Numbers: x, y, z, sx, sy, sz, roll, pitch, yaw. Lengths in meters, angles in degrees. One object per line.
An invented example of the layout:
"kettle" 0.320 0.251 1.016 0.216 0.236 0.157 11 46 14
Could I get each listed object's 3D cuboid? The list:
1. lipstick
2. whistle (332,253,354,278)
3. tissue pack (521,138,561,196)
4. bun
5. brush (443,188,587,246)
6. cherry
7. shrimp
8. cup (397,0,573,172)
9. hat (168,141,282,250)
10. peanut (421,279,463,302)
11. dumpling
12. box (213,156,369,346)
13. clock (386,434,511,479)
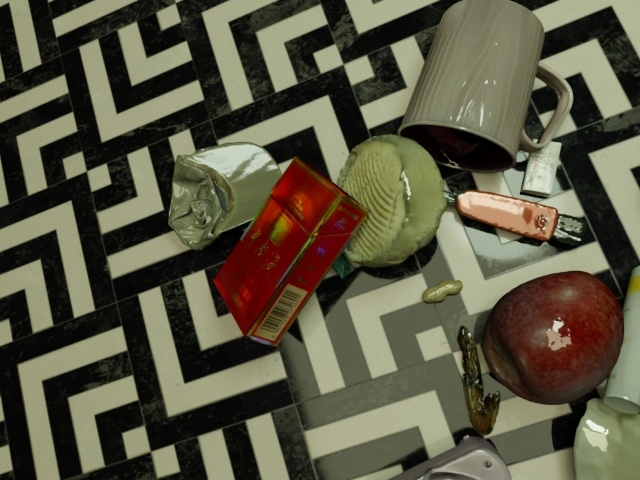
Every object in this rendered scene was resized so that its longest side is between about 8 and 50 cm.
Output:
"lipstick" 0.539 0.164 0.870 0.059 0.059 0.264 24 62 14
"whistle" 0.000 0.000 1.070 0.039 0.039 0.186 -40 76 2
"tissue pack" 0.439 -0.144 1.012 0.056 0.023 0.108 14 83 14
"bun" 0.137 -0.071 0.977 0.152 0.259 0.260 3 78 -30
"brush" 0.353 -0.058 1.004 0.323 0.051 0.071 19 91 11
"cherry" 0.404 0.162 0.863 0.239 0.239 0.206 -24 57 7
"shrimp" 0.284 0.248 0.912 0.035 0.148 0.195 -4 77 2
"cup" 0.320 -0.278 0.962 0.288 0.208 0.274 15 82 23
"hat" -0.206 -0.088 1.116 0.244 0.149 0.215 -12 65 -27
"peanut" 0.239 0.099 1.003 0.083 0.037 0.037 -25 76 9
"dumpling" 0.545 0.394 0.808 0.242 0.187 0.319 -14 74 9
"box" -0.068 0.016 0.980 0.313 0.089 0.197 -55 38 9
"clock" 0.243 0.545 0.885 0.295 0.113 0.322 -29 77 5
